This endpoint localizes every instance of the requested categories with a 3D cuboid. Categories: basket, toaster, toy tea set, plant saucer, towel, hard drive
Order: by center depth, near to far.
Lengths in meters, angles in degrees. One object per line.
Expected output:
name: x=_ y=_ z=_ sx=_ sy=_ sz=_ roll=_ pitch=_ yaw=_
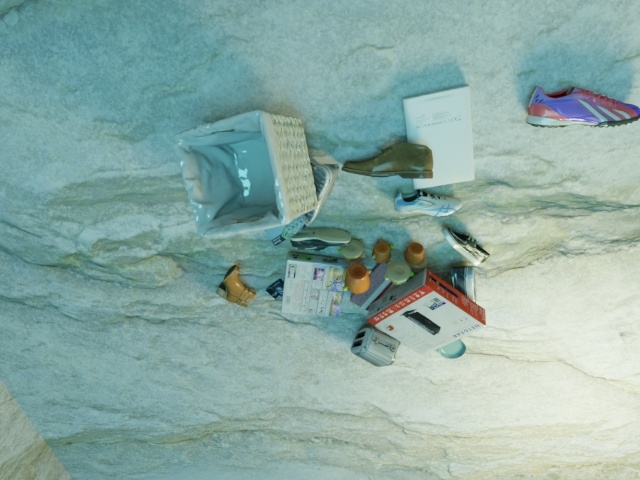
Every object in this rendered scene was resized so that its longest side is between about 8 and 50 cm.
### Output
basket: x=-0.218 y=-0.208 z=1.304 sx=0.329 sy=0.266 sz=0.330 roll=-8 pitch=101 yaw=25
hard drive: x=0.390 y=-0.330 z=1.367 sx=0.203 sy=0.040 sz=0.307 roll=-9 pitch=119 yaw=11
toy tea set: x=0.232 y=0.102 z=1.570 sx=0.337 sy=0.199 sz=0.124 roll=0 pitch=144 yaw=5
towel: x=0.317 y=0.237 z=1.707 sx=0.329 sy=0.037 sz=0.237 roll=31 pitch=118 yaw=-12
toaster: x=0.225 y=0.449 z=1.767 sx=0.147 sy=0.129 sz=0.227 roll=28 pitch=156 yaw=-5
plant saucer: x=0.571 y=0.466 z=1.818 sx=0.120 sy=0.021 sz=0.119 roll=3 pitch=120 yaw=5

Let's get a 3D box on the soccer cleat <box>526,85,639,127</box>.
soccer cleat: x=0.792 y=-0.402 z=1.247 sx=0.319 sy=0.108 sz=0.116 roll=2 pitch=116 yaw=8

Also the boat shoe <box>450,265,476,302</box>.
boat shoe: x=0.552 y=0.224 z=1.636 sx=0.102 sy=0.108 sz=0.301 roll=2 pitch=129 yaw=25

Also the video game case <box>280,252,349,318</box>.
video game case: x=-0.026 y=0.185 z=1.690 sx=0.245 sy=0.061 sz=0.269 roll=7 pitch=121 yaw=-3

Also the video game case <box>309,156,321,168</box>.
video game case: x=-0.151 y=-0.241 z=1.478 sx=0.210 sy=0.041 sz=0.232 roll=37 pitch=117 yaw=-15

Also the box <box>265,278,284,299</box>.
box: x=-0.178 y=0.205 z=1.752 sx=0.083 sy=0.018 sz=0.067 roll=-35 pitch=111 yaw=22

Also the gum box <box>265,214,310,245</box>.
gum box: x=-0.149 y=-0.095 z=1.485 sx=0.157 sy=0.041 sz=0.184 roll=-31 pitch=95 yaw=27

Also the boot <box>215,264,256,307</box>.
boot: x=-0.333 y=0.192 z=1.735 sx=0.153 sy=0.072 sz=0.197 roll=30 pitch=131 yaw=-10

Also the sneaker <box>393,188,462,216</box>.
sneaker: x=0.377 y=-0.134 z=1.457 sx=0.238 sy=0.085 sz=0.086 roll=1 pitch=125 yaw=5

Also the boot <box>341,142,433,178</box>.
boot: x=0.219 y=-0.264 z=1.387 sx=0.306 sy=0.112 sz=0.115 roll=3 pitch=103 yaw=19

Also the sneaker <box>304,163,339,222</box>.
sneaker: x=-0.007 y=-0.157 z=1.477 sx=0.105 sy=0.115 sz=0.281 roll=49 pitch=137 yaw=13

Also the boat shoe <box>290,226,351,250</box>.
boat shoe: x=0.000 y=0.000 z=1.583 sx=0.234 sy=0.084 sz=0.079 roll=1 pitch=128 yaw=9

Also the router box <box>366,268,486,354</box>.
router box: x=0.400 y=0.286 z=1.607 sx=0.301 sy=0.082 sz=0.335 roll=33 pitch=134 yaw=-13

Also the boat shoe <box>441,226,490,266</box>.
boat shoe: x=0.533 y=0.009 z=1.532 sx=0.219 sy=0.077 sz=0.070 roll=35 pitch=119 yaw=-23
